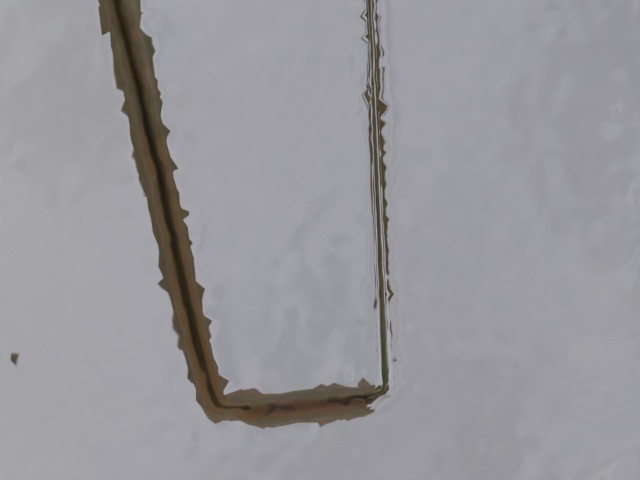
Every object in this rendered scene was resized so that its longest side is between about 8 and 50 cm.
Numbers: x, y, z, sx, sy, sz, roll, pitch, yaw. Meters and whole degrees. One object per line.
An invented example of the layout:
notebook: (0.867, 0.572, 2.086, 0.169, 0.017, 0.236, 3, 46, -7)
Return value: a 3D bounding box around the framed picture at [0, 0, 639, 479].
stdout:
framed picture: (0.000, 0.000, 0.362, 0.265, 0.192, 0.018, -62, -171, 19)
